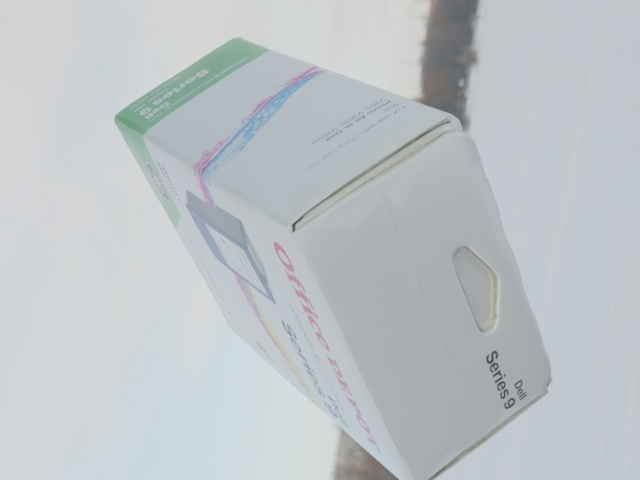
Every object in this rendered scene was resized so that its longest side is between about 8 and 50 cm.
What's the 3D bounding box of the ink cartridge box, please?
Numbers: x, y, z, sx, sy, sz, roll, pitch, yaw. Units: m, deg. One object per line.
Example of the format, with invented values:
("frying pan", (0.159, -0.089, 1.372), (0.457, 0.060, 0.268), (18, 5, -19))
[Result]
("ink cartridge box", (0.000, 0.000, 0.530), (0.212, 0.093, 0.154), (30, 151, 55))
